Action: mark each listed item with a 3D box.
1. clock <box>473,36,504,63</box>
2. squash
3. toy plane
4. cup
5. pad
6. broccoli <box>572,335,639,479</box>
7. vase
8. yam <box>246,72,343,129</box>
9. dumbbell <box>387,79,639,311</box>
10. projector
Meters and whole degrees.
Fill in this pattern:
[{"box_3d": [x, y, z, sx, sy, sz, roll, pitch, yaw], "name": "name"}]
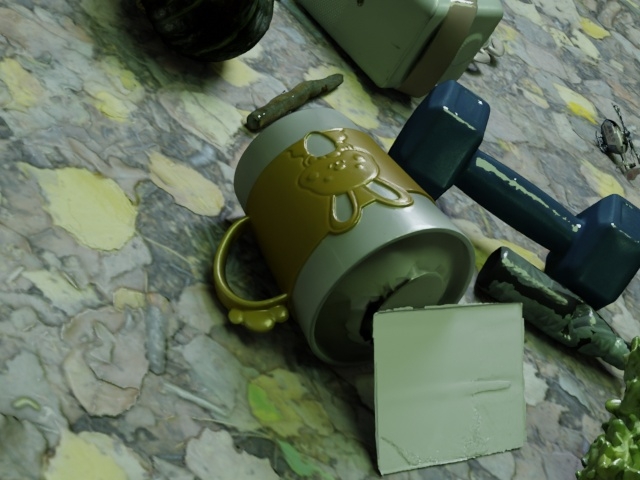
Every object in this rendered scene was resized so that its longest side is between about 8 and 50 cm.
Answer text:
[{"box_3d": [0.198, -0.341, 2.028, 0.191, 0.062, 0.151, 44, 33, 8], "name": "clock"}, {"box_3d": [-0.133, -0.297, 1.570, 0.193, 0.156, 0.193, 41, 12, -11], "name": "squash"}, {"box_3d": [0.451, -0.144, 2.044, 0.031, 0.049, 0.120, 3, 63, -41], "name": "toy plane"}, {"box_3d": [0.000, 0.000, 1.335, 0.241, 0.185, 0.226, -20, 53, -18], "name": "cup"}, {"box_3d": [0.132, 0.139, 1.329, 0.232, 0.004, 0.156, -1, 89, -45], "name": "pad"}, {"box_3d": [0.372, 0.249, 1.291, 0.277, 0.317, 0.338, 31, -8, 11], "name": "broccoli"}, {"box_3d": [0.282, 0.086, 1.580, 0.211, 0.060, 0.060, 33, 33, -7], "name": "vase"}, {"box_3d": [-0.029, -0.174, 1.637, 0.234, 0.029, 0.027, -36, 104, -58], "name": "yam"}, {"box_3d": [0.234, -0.047, 1.623, 0.325, 0.160, 0.144, 34, 64, -6], "name": "dumbbell"}, {"box_3d": [0.113, -0.312, 1.821, 0.177, 0.163, 0.242, -11, 52, -49], "name": "projector"}]
